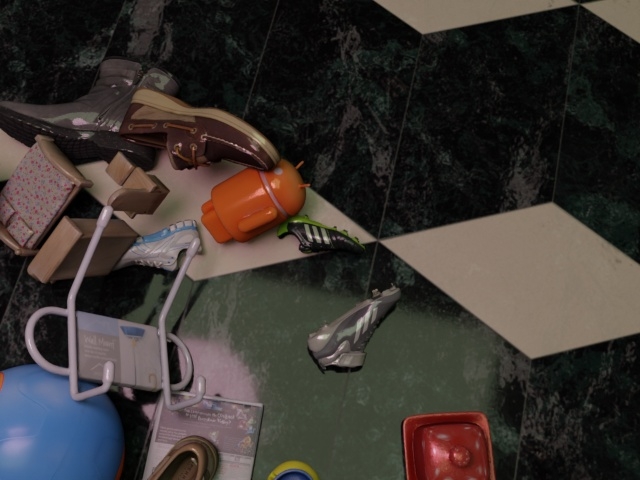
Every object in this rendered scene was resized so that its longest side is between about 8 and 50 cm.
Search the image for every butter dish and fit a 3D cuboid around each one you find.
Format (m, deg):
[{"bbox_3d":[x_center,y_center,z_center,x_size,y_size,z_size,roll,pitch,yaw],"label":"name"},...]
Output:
[{"bbox_3d":[0.233,0.379,1.245,0.160,0.118,0.159,-2,72,-2],"label":"butter dish"}]

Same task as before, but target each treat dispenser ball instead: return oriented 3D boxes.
[{"bbox_3d":[-0.464,0.345,1.150,0.288,0.288,0.288,0,71,-1],"label":"treat dispenser ball"}]

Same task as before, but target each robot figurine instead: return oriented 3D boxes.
[{"bbox_3d":[-0.122,-0.080,1.372,0.219,0.158,0.128,-27,84,10],"label":"robot figurine"}]

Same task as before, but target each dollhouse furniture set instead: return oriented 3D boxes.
[{"bbox_3d":[-0.512,-0.101,1.296,0.355,0.174,0.303,44,104,13],"label":"dollhouse furniture set"}]

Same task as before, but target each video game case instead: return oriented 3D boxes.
[{"bbox_3d":[-0.211,0.368,1.290,0.191,0.022,0.173,8,72,2],"label":"video game case"}]

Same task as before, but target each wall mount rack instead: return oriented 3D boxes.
[{"bbox_3d":[-0.309,0.125,1.205,0.131,0.350,0.304,-24,62,28],"label":"wall mount rack"}]

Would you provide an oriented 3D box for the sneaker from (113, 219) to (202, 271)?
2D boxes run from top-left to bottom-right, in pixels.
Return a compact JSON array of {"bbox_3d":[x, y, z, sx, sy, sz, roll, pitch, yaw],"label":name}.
[{"bbox_3d":[-0.318,0.029,1.379,0.191,0.071,0.082,-22,80,-8],"label":"sneaker"}]

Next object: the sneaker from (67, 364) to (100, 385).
[{"bbox_3d":[-0.444,0.252,1.317,0.069,0.038,0.098,-6,62,-2],"label":"sneaker"}]

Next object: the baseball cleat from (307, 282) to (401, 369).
[{"bbox_3d":[0.079,0.171,1.348,0.206,0.072,0.109,-30,88,-6],"label":"baseball cleat"}]

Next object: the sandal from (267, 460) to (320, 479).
[{"bbox_3d":[-0.107,0.514,1.183,0.126,0.138,0.317,26,74,5],"label":"sandal"}]

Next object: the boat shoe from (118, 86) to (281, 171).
[{"bbox_3d":[-0.234,-0.179,1.326,0.342,0.123,0.123,23,75,21],"label":"boat shoe"}]

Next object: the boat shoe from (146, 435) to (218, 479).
[{"bbox_3d":[-0.293,0.484,1.189,0.122,0.110,0.341,27,81,5],"label":"boat shoe"}]

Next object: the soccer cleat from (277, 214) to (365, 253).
[{"bbox_3d":[0.000,0.000,1.405,0.179,0.060,0.072,22,82,13],"label":"soccer cleat"}]

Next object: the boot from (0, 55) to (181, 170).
[{"bbox_3d":[-0.474,-0.282,1.468,0.338,0.118,0.222,14,68,-8],"label":"boot"}]
